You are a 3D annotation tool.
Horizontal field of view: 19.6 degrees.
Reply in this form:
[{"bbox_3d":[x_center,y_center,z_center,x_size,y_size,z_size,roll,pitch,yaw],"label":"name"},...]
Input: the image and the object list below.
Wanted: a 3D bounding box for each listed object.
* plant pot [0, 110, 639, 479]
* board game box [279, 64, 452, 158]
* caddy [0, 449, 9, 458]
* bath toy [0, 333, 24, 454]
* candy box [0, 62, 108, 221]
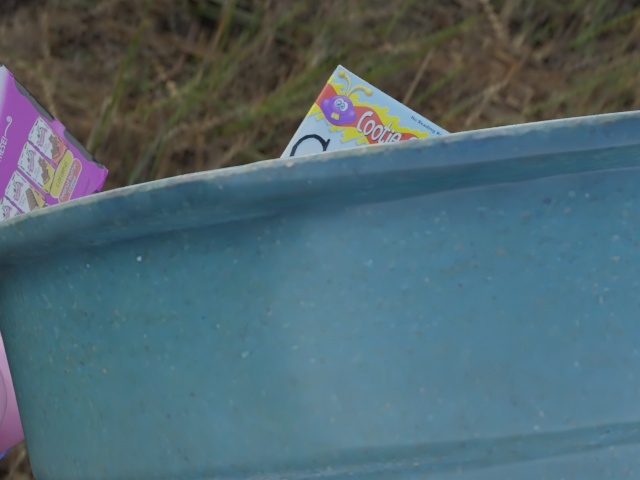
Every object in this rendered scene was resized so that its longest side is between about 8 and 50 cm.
[{"bbox_3d":[0.065,0.146,0.636,0.341,0.341,0.334,-6,86,-22],"label":"plant pot"},{"bbox_3d":[0.000,0.000,1.708,0.144,0.142,0.275,31,83,1],"label":"board game box"},{"bbox_3d":[-0.321,0.015,1.272,0.341,0.241,0.179,34,48,11],"label":"caddy"},{"bbox_3d":[-0.175,0.094,0.944,0.129,0.151,0.348,-29,89,-28],"label":"bath toy"},{"bbox_3d":[-0.242,-0.048,1.076,0.233,0.071,0.159,48,44,-35],"label":"candy box"}]
